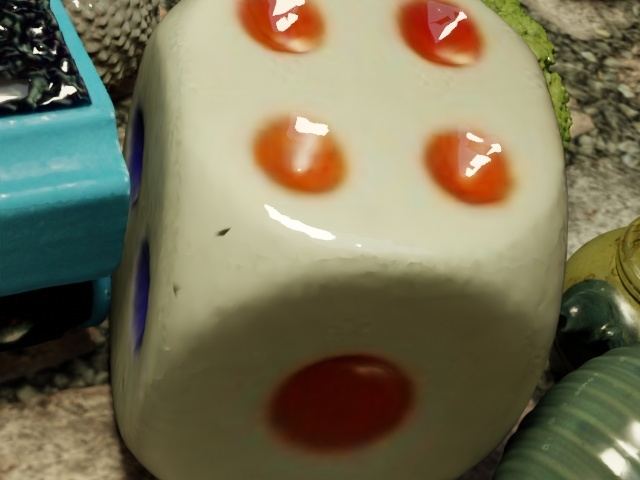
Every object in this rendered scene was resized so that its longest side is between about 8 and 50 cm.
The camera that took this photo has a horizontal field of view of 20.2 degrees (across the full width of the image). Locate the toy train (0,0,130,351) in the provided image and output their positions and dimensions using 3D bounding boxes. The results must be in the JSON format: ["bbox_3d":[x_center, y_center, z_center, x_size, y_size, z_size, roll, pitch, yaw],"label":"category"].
[{"bbox_3d":[-0.262,-0.075,1.322,0.188,0.265,0.300,-12,51,-24],"label":"toy train"}]

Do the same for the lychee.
[{"bbox_3d":[-0.222,-0.205,1.518,0.197,0.165,0.165,29,36,-36],"label":"lychee"}]

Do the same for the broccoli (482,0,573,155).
[{"bbox_3d":[0.059,-0.159,1.536,0.302,0.186,0.254,8,56,-16],"label":"broccoli"}]

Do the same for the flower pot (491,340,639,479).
[{"bbox_3d":[0.226,0.173,1.270,0.243,0.189,0.157,-36,27,-25],"label":"flower pot"}]

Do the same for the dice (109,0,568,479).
[{"bbox_3d":[0.000,0.000,1.292,0.277,0.304,0.304,4,48,-11],"label":"dice"}]

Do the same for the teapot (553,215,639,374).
[{"bbox_3d":[0.285,0.041,1.413,0.269,0.182,0.173,-16,53,-28],"label":"teapot"}]
